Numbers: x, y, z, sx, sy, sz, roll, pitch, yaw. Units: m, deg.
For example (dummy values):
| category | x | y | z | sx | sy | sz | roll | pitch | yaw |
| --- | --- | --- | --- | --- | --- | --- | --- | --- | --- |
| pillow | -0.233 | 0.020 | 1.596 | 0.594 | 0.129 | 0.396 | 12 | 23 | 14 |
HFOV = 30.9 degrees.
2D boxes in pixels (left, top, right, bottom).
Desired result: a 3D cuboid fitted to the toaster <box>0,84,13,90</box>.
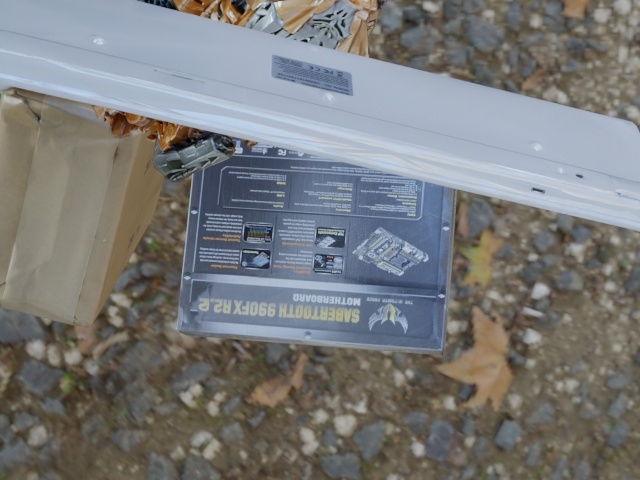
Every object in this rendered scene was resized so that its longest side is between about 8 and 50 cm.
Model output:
| category | x | y | z | sx | sy | sz | roll | pitch | yaw |
| --- | --- | --- | --- | --- | --- | --- | --- | --- | --- |
| toaster | -0.327 | -0.263 | 1.247 | 0.129 | 0.146 | 0.227 | 37 | 127 | -22 |

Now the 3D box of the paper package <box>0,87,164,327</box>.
| category | x | y | z | sx | sy | sz | roll | pitch | yaw |
| --- | --- | --- | --- | --- | --- | --- | --- | --- | --- |
| paper package | -0.299 | -0.098 | 1.482 | 0.168 | 0.325 | 0.309 | 18 | 120 | -3 |

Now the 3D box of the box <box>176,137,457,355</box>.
| category | x | y | z | sx | sy | sz | roll | pitch | yaw |
| --- | --- | --- | --- | --- | --- | --- | --- | --- | --- |
| box | 0.000 | 0.000 | 1.006 | 0.231 | 0.056 | 0.183 | 3 | 81 | 7 |

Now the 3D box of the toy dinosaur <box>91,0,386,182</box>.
| category | x | y | z | sx | sy | sz | roll | pitch | yaw |
| --- | --- | --- | --- | --- | --- | --- | --- | --- | --- |
| toy dinosaur | -0.070 | -0.131 | 0.645 | 0.164 | 0.322 | 0.218 | 33 | 66 | -47 |

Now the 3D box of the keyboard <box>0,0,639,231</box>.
| category | x | y | z | sx | sy | sz | roll | pitch | yaw |
| --- | --- | --- | --- | --- | --- | --- | --- | --- | --- |
| keyboard | -0.003 | -0.049 | 0.390 | 0.256 | 0.072 | 0.014 | 13 | 119 | -10 |

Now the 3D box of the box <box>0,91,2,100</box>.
| category | x | y | z | sx | sy | sz | roll | pitch | yaw |
| --- | --- | --- | --- | --- | --- | --- | --- | --- | --- |
| box | -0.432 | -0.285 | 1.644 | 0.231 | 0.127 | 0.262 | 51 | 41 | -66 |

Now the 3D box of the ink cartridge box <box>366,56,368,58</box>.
| category | x | y | z | sx | sy | sz | roll | pitch | yaw |
| --- | --- | --- | --- | --- | --- | --- | --- | --- | --- |
| ink cartridge box | -0.050 | -0.329 | 0.959 | 0.330 | 0.071 | 0.324 | 46 | 37 | -53 |
